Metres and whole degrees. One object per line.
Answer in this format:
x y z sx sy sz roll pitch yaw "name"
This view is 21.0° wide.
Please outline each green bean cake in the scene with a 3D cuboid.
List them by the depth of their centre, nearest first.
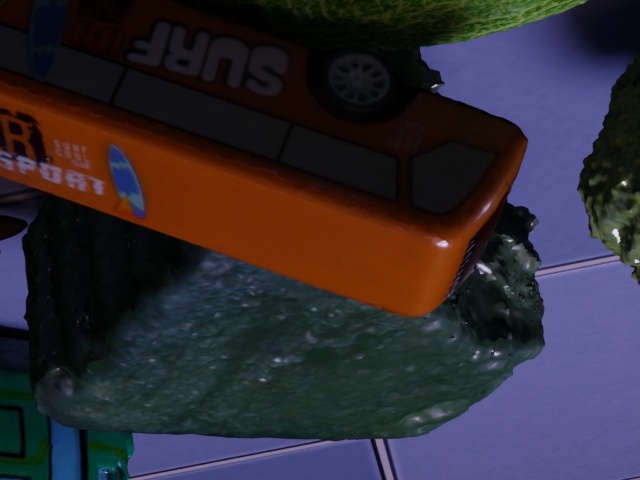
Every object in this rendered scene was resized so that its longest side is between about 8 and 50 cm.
0.000 0.000 1.052 0.308 0.169 0.300 8 148 -30 "green bean cake"

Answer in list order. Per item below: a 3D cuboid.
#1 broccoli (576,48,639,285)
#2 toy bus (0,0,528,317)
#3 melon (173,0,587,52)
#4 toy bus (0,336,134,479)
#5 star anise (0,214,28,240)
0.298 -0.052 1.055 0.302 0.186 0.254 31 92 -49 "broccoli"
-0.109 -0.073 0.814 0.409 0.092 0.093 19 148 2 "toy bus"
0.020 -0.168 0.804 0.323 0.124 0.196 -18 142 12 "melon"
-0.302 0.172 1.233 0.343 0.199 0.183 9 145 -33 "toy bus"
-0.306 0.019 1.045 0.272 0.102 0.272 -36 148 -27 "star anise"
